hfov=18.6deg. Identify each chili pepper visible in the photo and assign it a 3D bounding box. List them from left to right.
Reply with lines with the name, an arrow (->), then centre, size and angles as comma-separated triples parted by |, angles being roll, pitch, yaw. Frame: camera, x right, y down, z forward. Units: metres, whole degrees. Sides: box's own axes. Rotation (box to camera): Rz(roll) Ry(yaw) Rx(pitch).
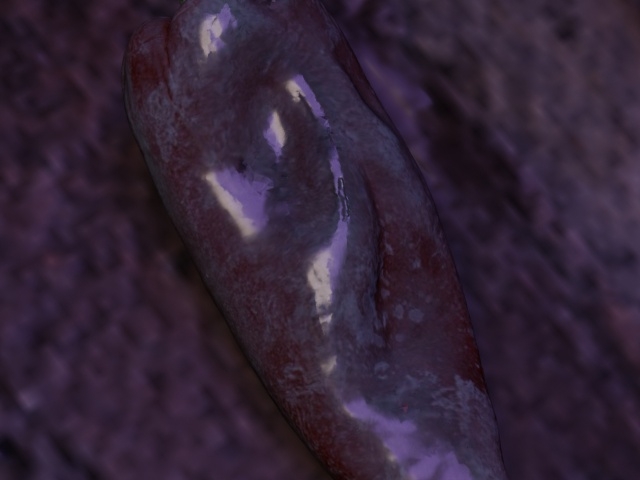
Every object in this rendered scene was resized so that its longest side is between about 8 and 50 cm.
chili pepper -> 0.000, 0.000, 0.393 | 0.050, 0.041, 0.153 | -27, 88, 0
